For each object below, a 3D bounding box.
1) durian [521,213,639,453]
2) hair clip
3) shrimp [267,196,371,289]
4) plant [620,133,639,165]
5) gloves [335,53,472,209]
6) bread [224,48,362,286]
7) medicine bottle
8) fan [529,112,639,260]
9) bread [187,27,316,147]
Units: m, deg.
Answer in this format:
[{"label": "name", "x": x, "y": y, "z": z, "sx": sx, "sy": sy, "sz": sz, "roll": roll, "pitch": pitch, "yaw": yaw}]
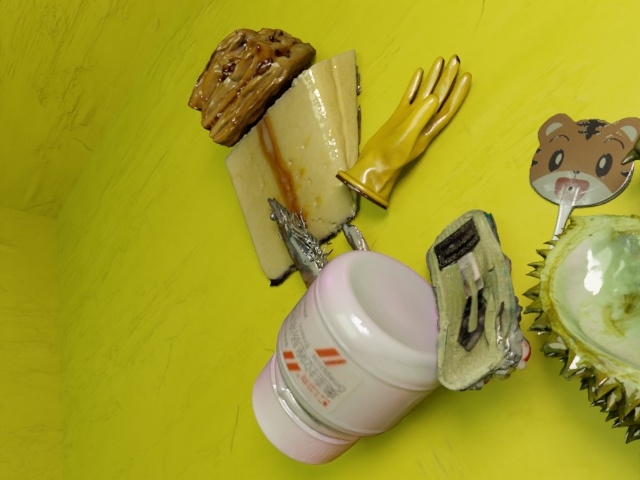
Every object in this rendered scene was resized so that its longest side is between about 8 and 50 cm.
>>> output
[{"label": "durian", "x": 0.371, "y": 0.122, "z": 0.538, "sx": 0.198, "sy": 0.163, "sz": 0.394, "roll": -42, "pitch": 34, "yaw": 7}, {"label": "hair clip", "x": 0.222, "y": 0.082, "z": 0.706, "sx": 0.138, "sy": 0.091, "sz": 0.321, "roll": -48, "pitch": 15, "yaw": 32}, {"label": "shrimp", "x": 0.000, "y": 0.000, "z": 1.010, "sx": 0.169, "sy": 0.058, "sz": 0.296, "roll": -41, "pitch": 71, "yaw": 24}, {"label": "plant", "x": 0.505, "y": -0.146, "z": 0.550, "sx": 0.333, "sy": 0.180, "sz": 0.251, "roll": -48, "pitch": 31, "yaw": -20}, {"label": "gloves", "x": 0.155, "y": -0.209, "z": 0.926, "sx": 0.133, "sy": 0.116, "sz": 0.294, "roll": 42, "pitch": 103, "yaw": 38}, {"label": "bread", "x": -0.022, "y": -0.156, "z": 1.150, "sx": 0.346, "sy": 0.242, "sz": 0.404, "roll": -22, "pitch": 96, "yaw": 38}, {"label": "medicine bottle", "x": 0.043, "y": 0.192, "z": 0.805, "sx": 0.302, "sy": 0.241, "sz": 0.241, "roll": -55, "pitch": 45, "yaw": 31}, {"label": "fan", "x": 0.357, "y": -0.073, "z": 0.723, "sx": 0.153, "sy": 0.008, "sz": 0.226, "roll": 18, "pitch": 90, "yaw": 48}, {"label": "bread", "x": -0.162, "y": -0.377, "z": 1.171, "sx": 0.277, "sy": 0.167, "sz": 0.324, "roll": -41, "pitch": 14, "yaw": 28}]
